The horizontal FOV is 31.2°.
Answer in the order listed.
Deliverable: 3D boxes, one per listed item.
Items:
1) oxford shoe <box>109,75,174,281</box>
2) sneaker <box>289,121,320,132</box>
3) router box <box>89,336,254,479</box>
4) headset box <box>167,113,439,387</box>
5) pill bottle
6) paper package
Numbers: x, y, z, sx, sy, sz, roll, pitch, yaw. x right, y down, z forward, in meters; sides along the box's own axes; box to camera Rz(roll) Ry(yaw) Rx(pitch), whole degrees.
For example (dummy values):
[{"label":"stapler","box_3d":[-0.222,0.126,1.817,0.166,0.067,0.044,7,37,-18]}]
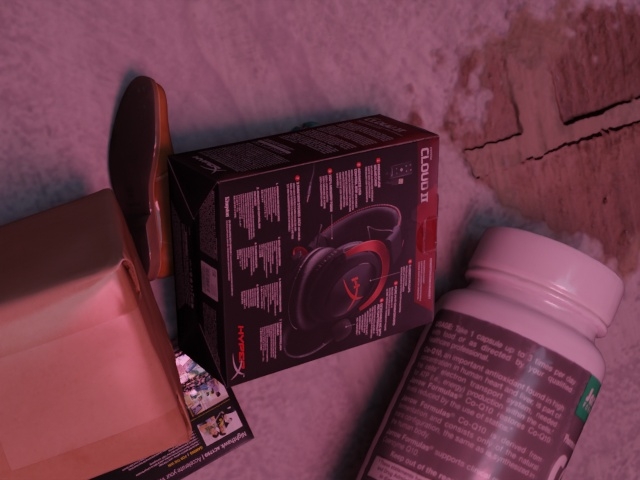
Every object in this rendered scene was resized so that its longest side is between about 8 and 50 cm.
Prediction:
[{"label":"oxford shoe","box_3d":[-0.170,-0.065,1.193,0.076,0.076,0.212,-10,104,-43]},{"label":"sneaker","box_3d":[-0.039,-0.048,1.240,0.166,0.065,0.076,-47,113,-9]},{"label":"router box","box_3d":[-0.178,0.193,1.220,0.179,0.046,0.133,-27,105,-16]},{"label":"headset box","box_3d":[0.000,0.000,1.185,0.293,0.110,0.218,-15,116,-31]},{"label":"pill bottle","box_3d":[0.188,0.180,1.264,0.204,0.204,0.361,29,80,-21]},{"label":"paper package","box_3d":[-0.302,0.105,1.006,0.325,0.309,0.168,-21,109,-7]}]
